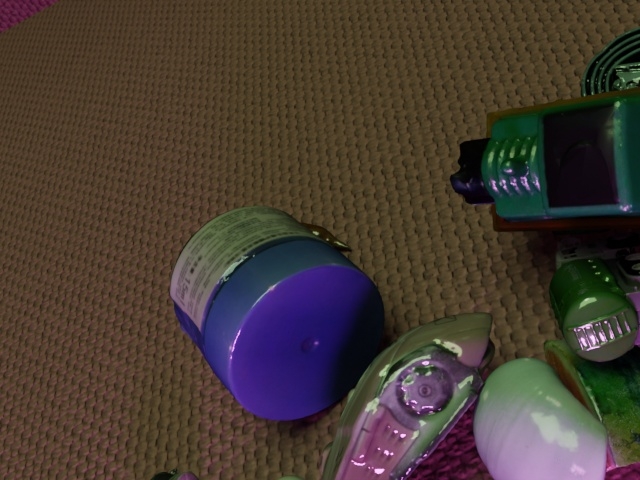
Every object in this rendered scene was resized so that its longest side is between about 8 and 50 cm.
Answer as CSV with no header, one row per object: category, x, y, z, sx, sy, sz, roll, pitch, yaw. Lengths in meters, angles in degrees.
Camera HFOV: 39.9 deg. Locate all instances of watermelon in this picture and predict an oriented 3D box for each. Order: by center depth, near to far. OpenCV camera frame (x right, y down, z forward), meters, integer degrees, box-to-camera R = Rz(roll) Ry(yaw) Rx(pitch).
watermelon,0.361,0.169,1.024,0.146,0.128,0.231,-14,42,0

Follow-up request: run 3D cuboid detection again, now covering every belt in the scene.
belt,0.495,-0.200,1.209,0.267,0.116,0.206,-8,65,15

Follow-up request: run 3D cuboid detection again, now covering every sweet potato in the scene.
sweet potato,0.000,0.000,1.467,0.117,0.049,0.049,15,62,30

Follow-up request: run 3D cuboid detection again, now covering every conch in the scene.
conch,0.241,0.230,0.988,0.121,0.185,0.221,-20,9,-3

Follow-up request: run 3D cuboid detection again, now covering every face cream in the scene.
face cream,-0.067,0.096,1.269,0.249,0.249,0.225,-42,40,-5

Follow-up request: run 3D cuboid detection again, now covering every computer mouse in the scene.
computer mouse,0.073,0.229,1.091,0.115,0.199,0.389,40,93,6

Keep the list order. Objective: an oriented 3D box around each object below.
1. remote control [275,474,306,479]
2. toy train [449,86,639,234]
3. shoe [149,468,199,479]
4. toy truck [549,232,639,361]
remote control,-0.083,0.407,1.153,0.078,0.042,0.221,19,65,43
toy train,0.319,-0.091,1.058,0.429,0.249,0.178,-1,94,54
shoe,-0.250,0.399,1.262,0.099,0.071,0.169,7,54,42
toy truck,0.336,0.066,1.041,0.125,0.101,0.242,-13,11,13
